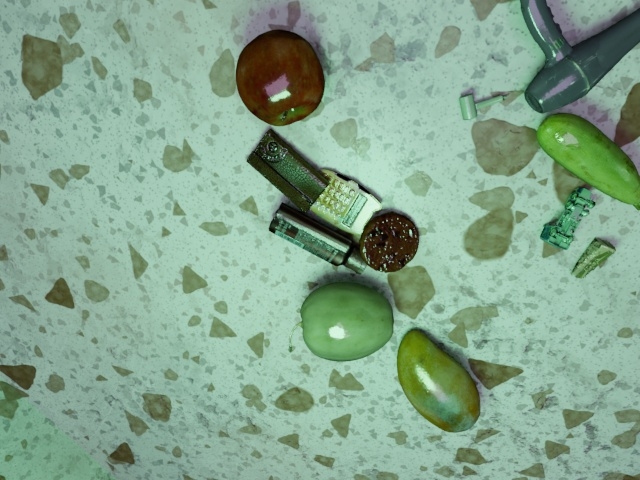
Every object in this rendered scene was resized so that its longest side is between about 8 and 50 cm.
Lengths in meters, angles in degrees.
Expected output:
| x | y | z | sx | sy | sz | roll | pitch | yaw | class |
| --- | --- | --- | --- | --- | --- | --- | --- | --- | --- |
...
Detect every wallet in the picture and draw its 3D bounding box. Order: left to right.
| x | y | z | sx | sy | sz | roll | pitch | yaw | class |
| --- | --- | --- | --- | --- | --- | --- | --- | --- | --- |
| -0.099 | -0.204 | 1.219 | 0.243 | 0.039 | 0.133 | 43 | 119 | -1 | wallet |

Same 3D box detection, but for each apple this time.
| x | y | z | sx | sy | sz | roll | pitch | yaw | class |
| --- | --- | --- | --- | --- | --- | --- | --- | --- | --- |
| -0.102 | -0.419 | 1.047 | 0.230 | 0.230 | 0.229 | 4 | 114 | 8 | apple |

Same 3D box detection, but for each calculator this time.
| x | y | z | sx | sy | sz | roll | pitch | yaw | class |
| --- | --- | --- | --- | --- | --- | --- | --- | --- | --- |
| 0.061 | -0.121 | 1.246 | 0.237 | 0.033 | 0.157 | 31 | 117 | -1 | calculator |

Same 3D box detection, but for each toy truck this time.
| x | y | z | sx | sy | sz | roll | pitch | yaw | class |
| --- | --- | --- | --- | --- | --- | --- | --- | --- | --- |
| 0.691 | -0.064 | 1.145 | 0.067 | 0.081 | 0.175 | 25 | 97 | -3 | toy truck |

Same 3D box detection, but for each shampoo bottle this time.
| x | y | z | sx | sy | sz | roll | pitch | yaw | class |
| --- | --- | --- | --- | --- | --- | --- | --- | --- | --- |
| 0.000 | 0.000 | 1.275 | 0.323 | 0.084 | 0.129 | 27 | 141 | -2 | shampoo bottle |

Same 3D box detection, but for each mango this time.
| x | y | z | sx | sy | sz | roll | pitch | yaw | class |
| --- | --- | --- | --- | --- | --- | --- | --- | --- | --- |
| 0.391 | 0.480 | 1.371 | 0.222 | 0.199 | 0.383 | -29 | 94 | 28 | mango |

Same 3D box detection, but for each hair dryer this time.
| x | y | z | sx | sy | sz | roll | pitch | yaw | class |
| --- | --- | --- | --- | --- | --- | --- | --- | --- | --- |
| 0.432 | -0.366 | 1.069 | 0.125 | 0.038 | 0.063 | -16 | 110 | 11 | hair dryer |
| 0.561 | -0.509 | 0.922 | 0.301 | 0.121 | 0.361 | -38 | 110 | 14 | hair dryer |

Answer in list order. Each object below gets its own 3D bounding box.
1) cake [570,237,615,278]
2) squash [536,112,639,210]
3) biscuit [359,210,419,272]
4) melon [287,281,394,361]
| x | y | z | sx | sy | sz | roll | pitch | yaw | class |
| --- | --- | --- | --- | --- | --- | --- | --- | --- | --- |
| 0.795 | 0.053 | 1.196 | 0.051 | 0.055 | 0.140 | 21 | 133 | -1 | cake |
| 0.717 | -0.200 | 1.045 | 0.371 | 0.118 | 0.118 | 34 | 115 | -7 | squash |
| 0.209 | 0.007 | 1.238 | 0.192 | 0.049 | 0.191 | -2 | 98 | -14 | biscuit |
| 0.077 | 0.255 | 1.291 | 0.308 | 0.271 | 0.271 | 13 | 117 | -15 | melon |
